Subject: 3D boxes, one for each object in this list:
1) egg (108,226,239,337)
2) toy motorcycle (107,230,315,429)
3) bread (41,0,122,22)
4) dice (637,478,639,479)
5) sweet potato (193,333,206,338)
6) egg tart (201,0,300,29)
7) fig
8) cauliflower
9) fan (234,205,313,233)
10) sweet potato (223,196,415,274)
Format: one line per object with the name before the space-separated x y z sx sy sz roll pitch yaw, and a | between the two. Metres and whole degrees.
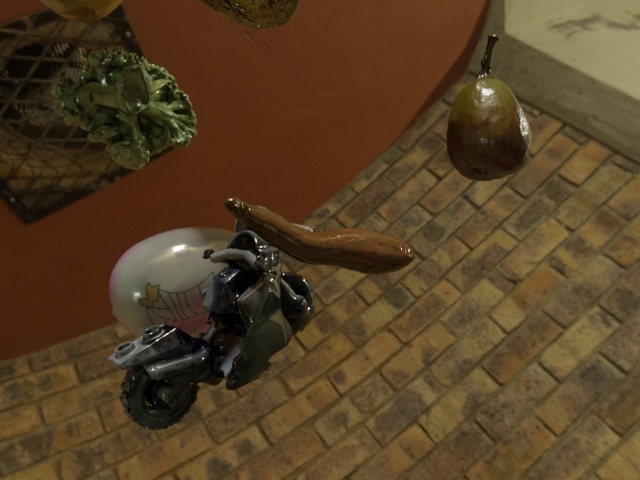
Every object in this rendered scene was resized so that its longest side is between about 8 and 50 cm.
egg | -0.227 0.074 0.867 0.271 0.196 0.196 -5 -48 -25
toy motorcycle | -0.114 0.087 0.569 0.270 0.106 0.159 -29 -68 -39
bread | -0.521 -0.658 0.987 0.329 0.424 0.245 -4 -18 -26
dice | 0.391 0.322 0.490 0.131 0.128 0.120 8 -81 -2
sweet potato | -0.275 0.142 1.258 0.108 0.346 0.079 3 -33 -15
egg tart | -0.133 -0.477 0.840 0.232 0.252 0.098 70 -146 -59
fig | 0.320 -0.254 0.949 0.146 0.170 0.274 -1 -88 -6
cauliflower | -0.449 -0.295 1.132 0.327 0.281 0.260 7 -65 -14
fan | -0.142 -0.033 1.521 0.244 0.074 0.130 10 -69 -5
sweet potato | 0.000 0.000 0.514 0.214 0.050 0.050 13 -59 -20
